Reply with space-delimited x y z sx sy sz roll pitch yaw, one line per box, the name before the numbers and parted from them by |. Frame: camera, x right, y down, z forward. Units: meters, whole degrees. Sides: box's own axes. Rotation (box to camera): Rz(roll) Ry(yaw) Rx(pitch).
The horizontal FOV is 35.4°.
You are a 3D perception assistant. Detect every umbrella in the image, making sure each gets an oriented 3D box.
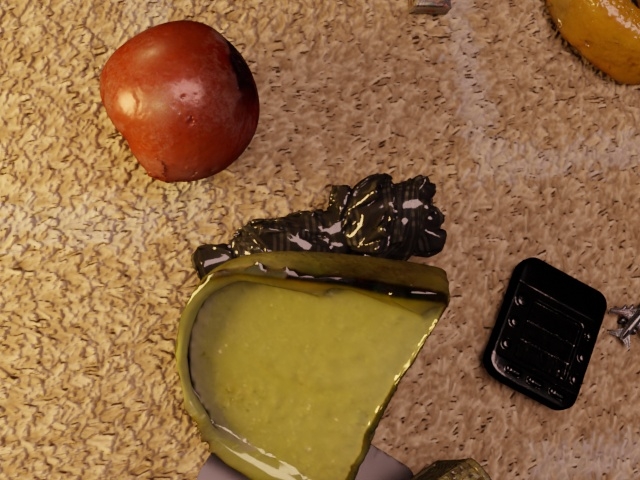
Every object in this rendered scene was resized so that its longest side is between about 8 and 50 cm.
umbrella | 0.002 -0.009 1.325 0.337 0.154 0.128 -5 39 -16

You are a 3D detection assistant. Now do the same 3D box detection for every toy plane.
toy plane | 0.460 0.116 1.471 0.078 0.031 0.083 41 72 -2

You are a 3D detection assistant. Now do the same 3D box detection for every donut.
donut | 0.485 -0.386 1.552 0.278 0.108 0.277 3 77 -13

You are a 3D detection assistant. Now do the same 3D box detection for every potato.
potato | -0.030 0.119 1.261 0.280 0.212 0.330 23 110 -3

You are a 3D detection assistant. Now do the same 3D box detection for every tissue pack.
tissue pack | 0.161 -0.383 1.509 0.063 0.035 0.083 1 79 -14

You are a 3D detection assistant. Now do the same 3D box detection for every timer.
timer | 0.316 0.132 1.422 0.144 0.055 0.187 28 68 -8

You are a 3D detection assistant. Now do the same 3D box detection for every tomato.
tomato | -0.173 -0.180 1.286 0.184 0.208 0.208 -32 87 -3

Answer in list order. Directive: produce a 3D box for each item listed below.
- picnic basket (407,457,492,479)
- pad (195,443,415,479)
picnic basket | 0.133 0.379 1.261 0.196 0.154 0.134 -29 88 -20
pad | -0.015 0.322 1.319 0.267 0.004 0.181 33 72 -5
